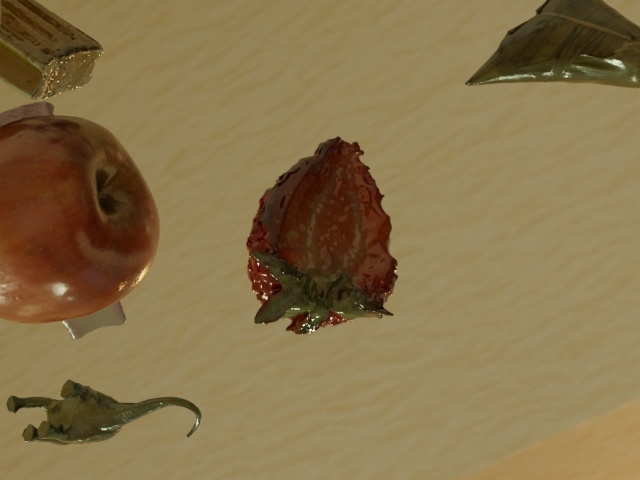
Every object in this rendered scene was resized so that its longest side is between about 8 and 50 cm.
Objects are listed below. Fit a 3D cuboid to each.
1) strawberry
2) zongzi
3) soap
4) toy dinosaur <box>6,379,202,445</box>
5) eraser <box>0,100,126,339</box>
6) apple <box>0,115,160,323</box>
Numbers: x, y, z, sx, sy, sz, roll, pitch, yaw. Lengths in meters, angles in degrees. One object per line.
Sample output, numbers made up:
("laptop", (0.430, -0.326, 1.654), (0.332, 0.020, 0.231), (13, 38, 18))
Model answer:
("strawberry", (-0.014, -0.008, 1.489), (0.174, 0.098, 0.228), (10, -126, -25))
("zongzi", (0.320, -0.220, 1.797), (0.205, 0.204, 0.094), (46, 171, 37))
("soap", (-0.466, -0.312, 2.052), (0.257, 0.080, 0.160), (34, -154, 13))
("toy dinosaur", (-0.326, 0.242, 1.912), (0.147, 0.363, 0.076), (17, -114, -44))
("eraser", (-0.470, -0.041, 2.529), (0.272, 0.122, 0.359), (75, 174, -50))
("apple", (-0.318, -0.017, 1.562), (0.242, 0.241, 0.242), (45, -148, -39))
